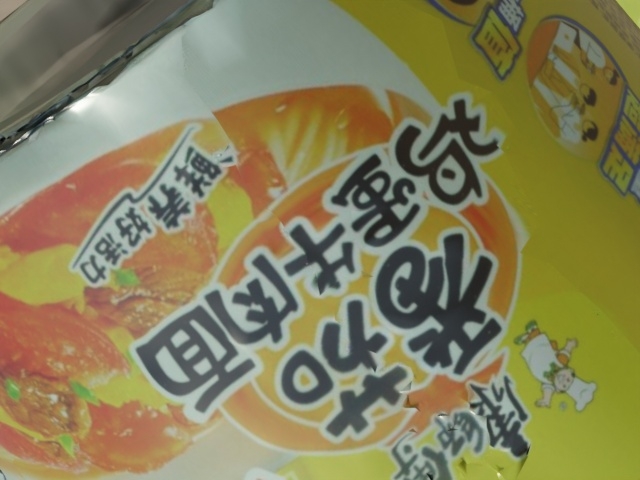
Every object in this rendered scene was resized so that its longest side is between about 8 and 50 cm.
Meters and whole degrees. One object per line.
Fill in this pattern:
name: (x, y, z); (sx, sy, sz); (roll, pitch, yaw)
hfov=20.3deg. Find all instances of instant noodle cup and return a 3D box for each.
instant noodle cup: (0.000, 0.000, 0.396); (0.205, 0.153, 0.205); (-32, -161, 12)

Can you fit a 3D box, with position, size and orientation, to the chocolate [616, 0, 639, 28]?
chocolate: (0.296, -0.251, 1.383); (0.288, 0.301, 0.137); (-32, -173, 47)
